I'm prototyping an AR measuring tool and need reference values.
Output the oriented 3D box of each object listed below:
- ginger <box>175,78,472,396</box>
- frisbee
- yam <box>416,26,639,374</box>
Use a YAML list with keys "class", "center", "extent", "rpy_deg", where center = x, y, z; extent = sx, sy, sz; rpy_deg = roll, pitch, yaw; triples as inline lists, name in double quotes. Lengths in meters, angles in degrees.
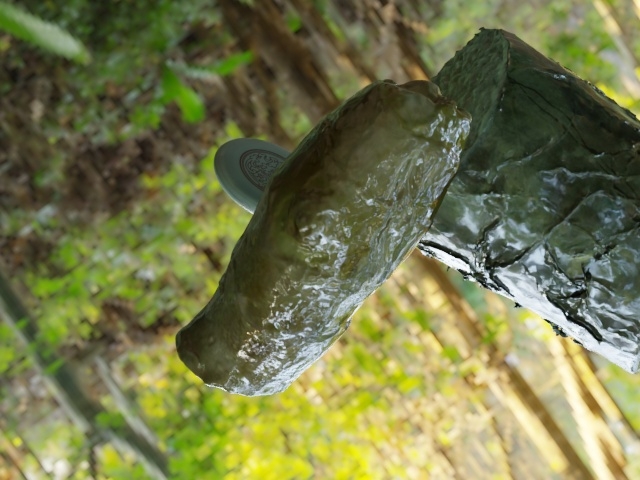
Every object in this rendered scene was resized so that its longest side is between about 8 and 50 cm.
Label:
- class: "ginger"
  center: [0.000, 0.000, 1.046]
  extent: [0.263, 0.109, 0.116]
  rpy_deg: [-52, -150, 30]
- class: "frisbee"
  center: [-0.043, -0.054, 1.381]
  extent: [0.014, 0.110, 0.110]
  rpy_deg: [-58, 172, 34]
- class: "yam"
  center: [0.195, -0.023, 1.283]
  extent: [0.202, 0.271, 0.201]
  rpy_deg: [-53, -162, 18]
